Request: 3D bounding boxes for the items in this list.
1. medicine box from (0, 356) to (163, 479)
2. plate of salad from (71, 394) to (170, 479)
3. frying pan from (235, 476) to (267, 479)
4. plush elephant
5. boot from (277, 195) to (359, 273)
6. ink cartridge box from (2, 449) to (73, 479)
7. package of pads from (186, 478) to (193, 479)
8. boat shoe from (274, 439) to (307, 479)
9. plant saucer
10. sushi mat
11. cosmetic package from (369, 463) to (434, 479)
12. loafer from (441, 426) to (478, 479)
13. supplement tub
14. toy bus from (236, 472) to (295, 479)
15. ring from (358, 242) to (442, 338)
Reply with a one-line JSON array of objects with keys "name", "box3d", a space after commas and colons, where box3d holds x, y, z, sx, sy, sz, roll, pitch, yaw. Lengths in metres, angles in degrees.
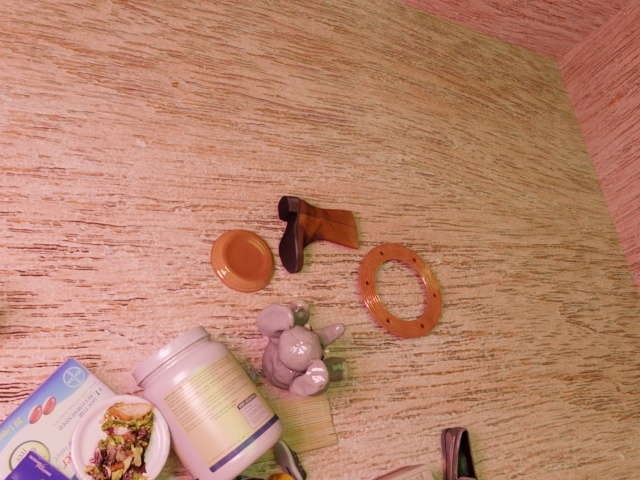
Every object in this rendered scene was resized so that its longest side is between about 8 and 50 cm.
[{"name": "medicine box", "box3d": [-0.528, 0.449, 1.246, 0.289, 0.149, 0.263, 43, 51, -5]}, {"name": "plate of salad", "box3d": [-0.406, 0.418, 1.211, 0.200, 0.048, 0.199, 15, 59, -26]}, {"name": "frying pan", "box3d": [-0.182, 0.675, 1.327, 0.197, 0.053, 0.326, -15, 112, -33]}, {"name": "plush elephant", "box3d": [-0.048, 0.287, 1.562, 0.330, 0.255, 0.271, -21, 78, -38]}, {"name": "boot", "box3d": [0.000, 0.000, 1.874, 0.281, 0.096, 0.264, 13, 52, -35]}, {"name": "ink cartridge box", "box3d": [-0.597, 0.588, 1.073, 0.176, 0.069, 0.371, 41, 81, -7]}, {"name": "package of pads", "box3d": [-0.301, 0.604, 1.383, 0.050, 0.032, 0.083, -4, 68, -30]}, {"name": "boat shoe", "box3d": [-0.077, 0.572, 1.521, 0.040, 0.049, 0.142, -36, 108, -49]}, {"name": "plant saucer", "box3d": [-0.221, 0.054, 1.716, 0.200, 0.037, 0.199, 15, 58, -25]}, {"name": "sushi mat", "box3d": [-0.099, 0.500, 1.573, 0.317, 0.019, 0.151, -1, 66, -32]}, {"name": "cosmetic package", "box3d": [0.167, 0.714, 1.558, 0.296, 0.129, 0.153, -5, 70, -34]}, {"name": "loafer", "box3d": [0.426, 0.696, 1.757, 0.096, 0.084, 0.267, 6, 63, -30]}, {"name": "supplement tub", "box3d": [-0.266, 0.388, 1.379, 0.235, 0.235, 0.324, -31, 81, -39]}, {"name": "toy bus", "box3d": [-0.120, 0.665, 1.418, 0.191, 0.104, 0.202, 5, 63, -30]}, {"name": "ring", "box3d": [0.267, 0.167, 1.968, 0.337, 0.032, 0.336, 15, 59, -26]}]
